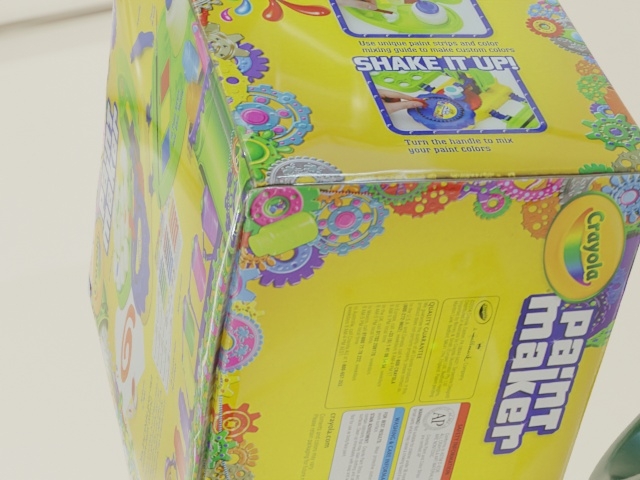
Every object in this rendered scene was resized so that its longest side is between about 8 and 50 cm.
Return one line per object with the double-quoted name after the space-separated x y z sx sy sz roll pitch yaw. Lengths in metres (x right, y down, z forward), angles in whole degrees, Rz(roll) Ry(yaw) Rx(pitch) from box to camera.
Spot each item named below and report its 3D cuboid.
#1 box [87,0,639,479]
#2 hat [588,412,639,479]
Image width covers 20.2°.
0.000 0.000 0.865 0.279 0.177 0.290 -111 24 -47 "box"
0.260 0.136 0.874 0.183 0.173 0.208 50 149 0 "hat"
